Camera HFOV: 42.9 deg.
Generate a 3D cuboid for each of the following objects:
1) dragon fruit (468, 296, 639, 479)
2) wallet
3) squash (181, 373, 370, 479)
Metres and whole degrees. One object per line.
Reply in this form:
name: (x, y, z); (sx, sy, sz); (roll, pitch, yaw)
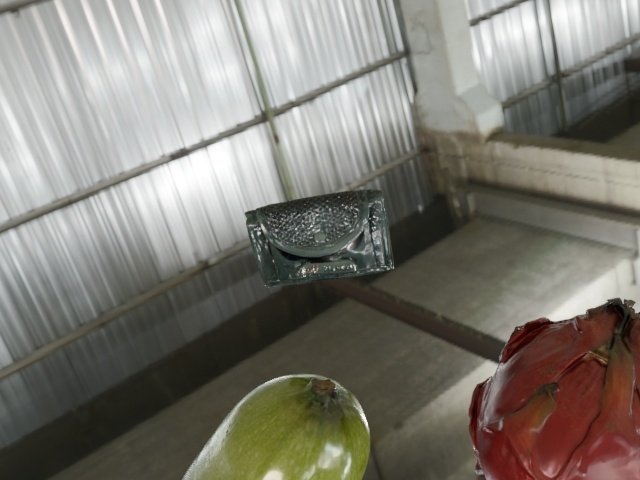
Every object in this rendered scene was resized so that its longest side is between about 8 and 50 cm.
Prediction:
dragon fruit: (0.197, 0.146, 0.617); (0.172, 0.210, 0.172); (-2, -142, 2)
wallet: (0.000, 0.000, 0.757); (0.129, 0.088, 0.026); (-8, -152, 6)
squash: (-0.038, 0.201, 0.695); (0.132, 0.132, 0.247); (-42, 170, -44)
